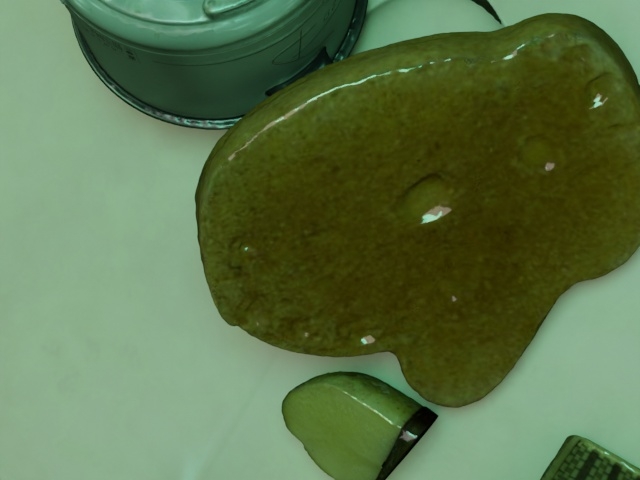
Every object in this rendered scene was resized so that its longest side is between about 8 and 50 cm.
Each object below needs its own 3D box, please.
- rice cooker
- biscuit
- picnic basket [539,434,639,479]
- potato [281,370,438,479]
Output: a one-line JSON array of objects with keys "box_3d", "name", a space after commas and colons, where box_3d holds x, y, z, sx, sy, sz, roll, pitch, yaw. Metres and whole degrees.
[{"box_3d": [-0.083, -0.216, 0.991, 0.241, 0.227, 0.280, -39, 77, -7], "name": "rice cooker"}, {"box_3d": [0.085, -0.010, 0.983, 0.343, 0.057, 0.287, -19, 115, 3], "name": "biscuit"}, {"box_3d": [0.262, 0.287, 0.901, 0.312, 0.228, 0.175, 29, 103, 15], "name": "picnic basket"}, {"box_3d": [0.029, 0.137, 1.048, 0.103, 0.066, 0.096, 40, 128, 7], "name": "potato"}]
